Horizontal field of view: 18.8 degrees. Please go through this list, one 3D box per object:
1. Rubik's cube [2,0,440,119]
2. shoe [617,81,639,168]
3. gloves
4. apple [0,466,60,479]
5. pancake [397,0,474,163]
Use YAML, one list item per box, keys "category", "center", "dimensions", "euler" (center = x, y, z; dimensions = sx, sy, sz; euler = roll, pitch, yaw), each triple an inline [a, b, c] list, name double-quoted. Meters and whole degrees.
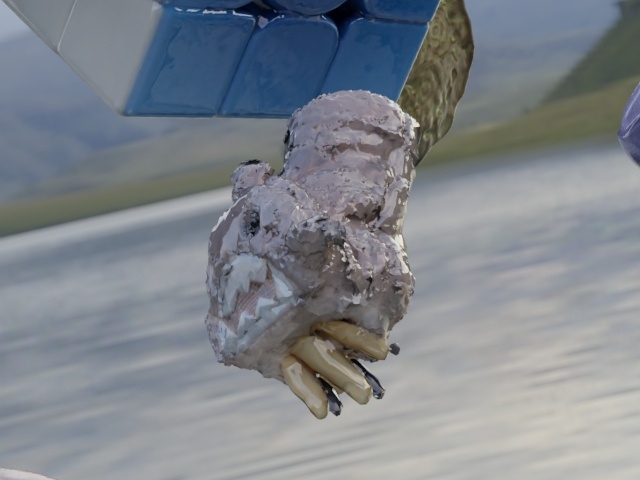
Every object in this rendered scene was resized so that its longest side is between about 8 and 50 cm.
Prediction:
- category: "Rubik's cube"
  center: [-0.074, -0.285, 1.512]
  dimensions: [0.290, 0.291, 0.291]
  euler: [-3, 35, -44]
- category: "shoe"
  center: [0.208, -0.132, 0.799]
  dimensions: [0.245, 0.137, 0.095]
  euler: [-41, -38, 19]
- category: "gloves"
  center: [-0.001, 0.002, 0.857]
  dimensions: [0.094, 0.110, 0.144]
  euler: [21, 36, -3]
- category: "apple"
  center: [-0.315, 0.387, 1.818]
  dimensions: [0.348, 0.348, 0.277]
  euler: [-11, -20, 41]
- category: "pancake"
  center: [0.060, -0.158, 1.776]
  dimensions: [0.029, 0.212, 0.235]
  euler: [12, 8, 43]
